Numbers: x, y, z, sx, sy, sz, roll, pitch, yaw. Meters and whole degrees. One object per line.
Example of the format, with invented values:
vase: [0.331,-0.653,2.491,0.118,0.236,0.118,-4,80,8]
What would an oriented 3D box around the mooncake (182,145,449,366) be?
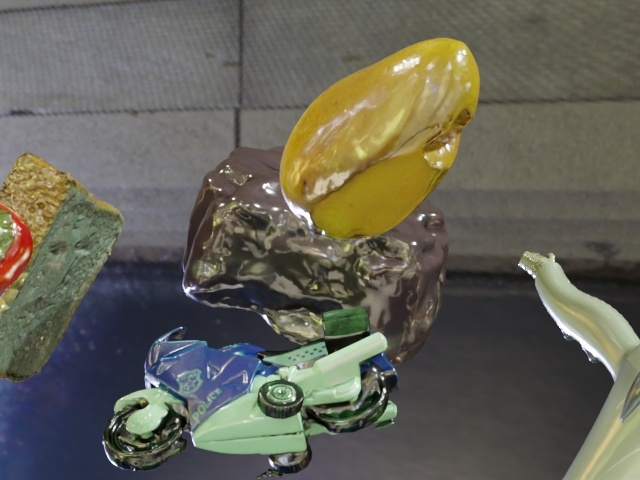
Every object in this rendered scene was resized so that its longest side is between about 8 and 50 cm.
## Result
mooncake: [0.000,0.000,1.607,0.381,0.350,0.212,13,112,-4]

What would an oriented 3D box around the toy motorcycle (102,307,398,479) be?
toy motorcycle: [-0.080,0.168,1.256,0.331,0.196,0.125,-10,125,0]

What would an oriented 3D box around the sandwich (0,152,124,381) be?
sandwich: [-0.404,0.052,1.545,0.099,0.301,0.271,27,175,16]

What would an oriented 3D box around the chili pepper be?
chili pepper: [-0.381,0.014,1.195,0.338,0.135,0.131,-24,85,47]

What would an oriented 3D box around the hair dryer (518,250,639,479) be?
hair dryer: [0.257,0.167,1.061,0.119,0.295,0.298,28,173,-36]

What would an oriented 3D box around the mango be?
mango: [0.063,-0.106,1.151,0.130,0.167,0.262,18,143,-38]
